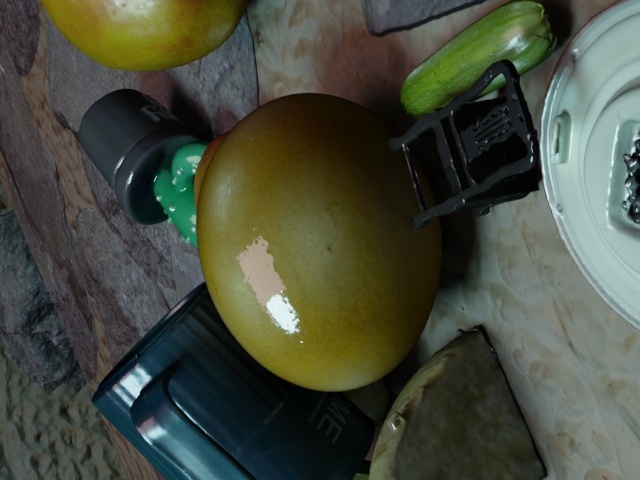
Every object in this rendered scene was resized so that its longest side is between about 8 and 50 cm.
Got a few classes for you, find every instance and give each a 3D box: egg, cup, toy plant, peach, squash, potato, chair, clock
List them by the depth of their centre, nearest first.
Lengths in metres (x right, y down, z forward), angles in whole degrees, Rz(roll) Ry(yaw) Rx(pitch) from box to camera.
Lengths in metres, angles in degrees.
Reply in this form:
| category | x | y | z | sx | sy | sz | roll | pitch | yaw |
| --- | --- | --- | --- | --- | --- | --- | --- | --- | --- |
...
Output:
| category | x | y | z | sx | sy | sz | roll | pitch | yaw |
| --- | --- | --- | --- | --- | --- | --- | --- | --- | --- |
| clock | 0.298 | -0.047 | 0.730 | 0.318 | 0.080 | 0.318 | 38 | 137 | 46 |
| chair | 0.168 | -0.093 | 0.879 | 0.229 | 0.113 | 0.106 | -28 | 77 | 61 |
| squash | 0.154 | -0.178 | 0.913 | 0.239 | 0.069 | 0.069 | -25 | 85 | 62 |
| egg | 0.000 | 0.000 | 1.054 | 0.282 | 0.283 | 0.351 | 133 | 126 | -58 |
| potato | 0.105 | 0.259 | 1.073 | 0.189 | 0.264 | 0.211 | -29 | 87 | 52 |
| cup | -0.126 | 0.235 | 1.144 | 0.292 | 0.308 | 0.242 | 47 | 126 | -6 |
| peach | -0.242 | -0.385 | 1.244 | 0.332 | 0.308 | 0.307 | -12 | 96 | 57 |
| toy plant | -0.242 | -0.100 | 1.533 | 0.400 | 0.185 | 0.279 | 43 | 133 | 26 |

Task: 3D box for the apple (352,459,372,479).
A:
| category | x | y | z | sx | sy | sz | roll | pitch | yaw |
| --- | --- | --- | --- | --- | --- | --- | --- | --- | --- |
| apple | 0.047 | 0.440 | 1.226 | 0.254 | 0.292 | 0.292 | 45 | 153 | -9 |

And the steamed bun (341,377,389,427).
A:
| category | x | y | z | sx | sy | sz | roll | pitch | yaw |
| --- | --- | --- | --- | --- | --- | --- | --- | --- | --- |
| steamed bun | -0.005 | 0.209 | 1.338 | 0.213 | 0.110 | 0.231 | 6 | 97 | 42 |

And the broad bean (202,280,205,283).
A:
| category | x | y | z | sx | sy | sz | roll | pitch | yaw |
| --- | --- | --- | --- | --- | --- | --- | --- | --- | --- |
| broad bean | -0.168 | 0.099 | 1.575 | 0.082 | 0.124 | 0.174 | 56 | 156 | -4 |

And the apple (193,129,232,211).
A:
| category | x | y | z | sx | sy | sz | roll | pitch | yaw |
| --- | --- | --- | --- | --- | --- | --- | --- | --- | --- |
| apple | -0.099 | -0.063 | 1.316 | 0.199 | 0.199 | 0.199 | 37 | 137 | 45 |
